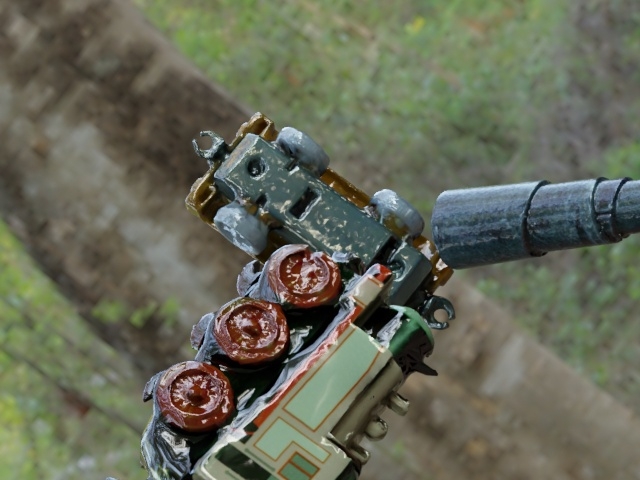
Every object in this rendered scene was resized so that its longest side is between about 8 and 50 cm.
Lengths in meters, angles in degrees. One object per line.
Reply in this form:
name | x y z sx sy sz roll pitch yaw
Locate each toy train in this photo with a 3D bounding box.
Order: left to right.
toy train | -0.047 0.094 0.607 0.250 0.085 0.053 -49 -18 -34
toy train | 0.000 0.000 1.315 0.089 0.219 0.127 -52 -9 -15

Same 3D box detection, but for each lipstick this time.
lipstick | 0.179 -0.022 1.172 0.234 0.053 0.053 -10 24 37
